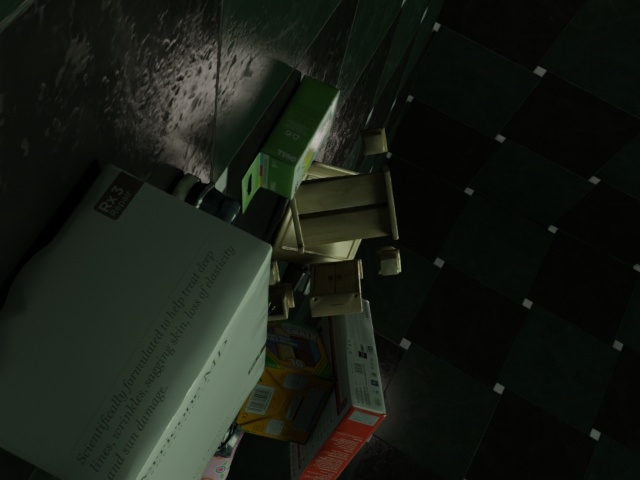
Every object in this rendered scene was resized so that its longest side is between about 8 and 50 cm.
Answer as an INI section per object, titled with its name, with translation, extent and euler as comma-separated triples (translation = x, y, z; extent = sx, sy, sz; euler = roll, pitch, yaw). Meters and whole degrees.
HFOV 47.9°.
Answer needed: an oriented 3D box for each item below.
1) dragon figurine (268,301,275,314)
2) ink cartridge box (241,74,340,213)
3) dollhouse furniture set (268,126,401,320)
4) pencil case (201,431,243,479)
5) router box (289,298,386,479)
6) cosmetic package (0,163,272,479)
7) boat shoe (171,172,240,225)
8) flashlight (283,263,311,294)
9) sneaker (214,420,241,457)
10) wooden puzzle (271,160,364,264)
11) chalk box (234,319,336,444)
[dragon figurine]
translation = -0.159, 0.193, 1.353
extent = 0.144, 0.085, 0.289
euler = -57, 175, -50
[ink cartridge box]
translation = -0.046, -0.136, 1.098
extent = 0.209, 0.062, 0.109
euler = -62, 175, -23
[dollhouse furniture set]
translation = -0.005, -0.045, 1.443
extent = 0.174, 0.303, 0.356
euler = -87, 169, -69
[pencil case]
translation = -0.250, 0.478, 1.658
extent = 0.124, 0.124, 0.284
euler = -52, 166, -67
[router box]
translation = 0.024, 0.337, 1.624
extent = 0.336, 0.082, 0.301
euler = -95, -151, -51
[cosmetic package]
translation = -0.161, 0.128, 0.663
extent = 0.217, 0.156, 0.385
euler = -61, 175, -22
[boat shoe]
translation = -0.136, 0.022, 0.839
extent = 0.255, 0.079, 0.095
euler = 109, 8, -50
[flashlight]
translation = 0.000, 0.000, 1.969
extent = 0.103, 0.103, 0.304
euler = -38, 152, -81
[sneaker]
translation = -0.210, 0.347, 1.374
extent = 0.300, 0.121, 0.111
euler = 103, 13, -66
[wooden puzzle]
translation = 0.012, -0.050, 1.550
extent = 0.044, 0.220, 0.239
euler = 47, -62, 47
[chalk box]
translation = -0.101, 0.286, 1.622
extent = 0.289, 0.179, 0.180
euler = -111, -138, -65
